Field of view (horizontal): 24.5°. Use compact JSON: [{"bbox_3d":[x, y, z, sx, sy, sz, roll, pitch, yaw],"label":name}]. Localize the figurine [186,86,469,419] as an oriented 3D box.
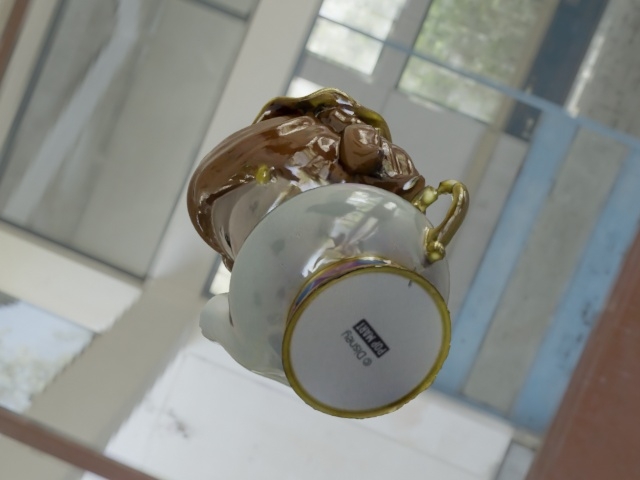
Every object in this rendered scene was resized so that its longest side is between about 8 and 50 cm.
[{"bbox_3d":[0.000,0.000,0.943,0.189,0.142,0.263,-31,30,3],"label":"figurine"}]
